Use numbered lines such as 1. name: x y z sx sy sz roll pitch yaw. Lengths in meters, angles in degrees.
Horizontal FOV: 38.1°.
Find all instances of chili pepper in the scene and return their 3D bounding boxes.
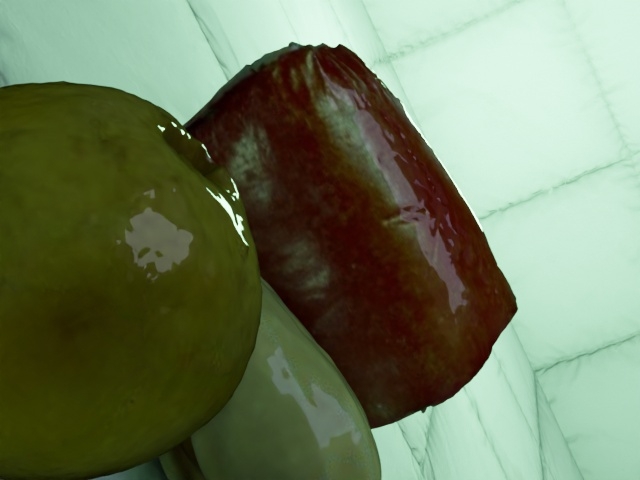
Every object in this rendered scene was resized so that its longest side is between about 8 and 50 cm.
1. chili pepper: 0.000 0.000 0.819 0.229 0.251 0.305 -35 97 -53

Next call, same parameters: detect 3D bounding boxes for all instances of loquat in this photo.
1. loquat: -0.132 0.024 0.474 0.208 0.208 0.208 57 19 -31

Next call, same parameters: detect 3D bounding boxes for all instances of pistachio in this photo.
1. pistachio: -0.047 0.119 0.669 0.229 0.157 0.157 60 16 0
